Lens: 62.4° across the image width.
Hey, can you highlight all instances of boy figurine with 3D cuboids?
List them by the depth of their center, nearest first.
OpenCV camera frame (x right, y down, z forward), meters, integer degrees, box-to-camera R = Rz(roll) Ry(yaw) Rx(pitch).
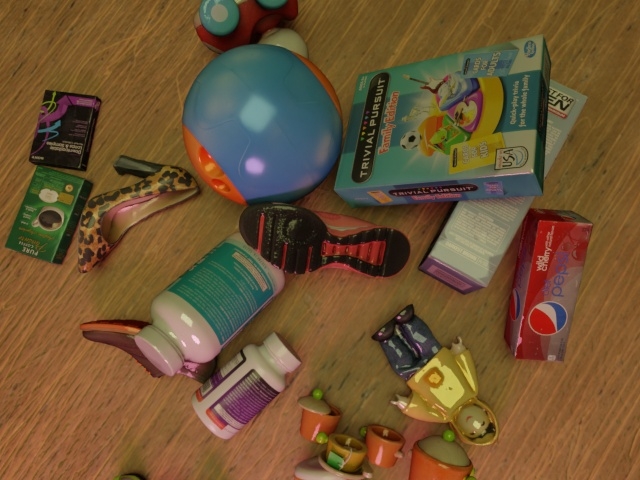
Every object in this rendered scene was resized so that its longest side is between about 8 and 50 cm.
[{"bbox_3d":[0.211,0.262,0.969,0.177,0.092,0.285,-35,78,-5],"label":"boy figurine"}]

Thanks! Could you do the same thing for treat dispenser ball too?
[{"bbox_3d":[-0.103,-0.202,0.956,0.288,0.288,0.288,0,81,3],"label":"treat dispenser ball"}]

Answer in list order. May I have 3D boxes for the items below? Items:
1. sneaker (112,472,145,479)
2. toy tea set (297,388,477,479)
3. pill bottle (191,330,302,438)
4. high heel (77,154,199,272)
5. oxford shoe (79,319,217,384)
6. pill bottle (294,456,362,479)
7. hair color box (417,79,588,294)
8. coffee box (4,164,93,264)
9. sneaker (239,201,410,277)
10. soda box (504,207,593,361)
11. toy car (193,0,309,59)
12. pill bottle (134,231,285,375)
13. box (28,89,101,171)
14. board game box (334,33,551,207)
[{"bbox_3d":[-0.356,0.543,0.949,0.084,0.097,0.234,-11,81,2],"label":"sneaker"},{"bbox_3d":[0.111,0.337,0.910,0.336,0.200,0.124,17,91,11],"label":"toy tea set"},{"bbox_3d":[-0.132,0.261,0.976,0.193,0.108,0.108,-42,81,-3],"label":"pill bottle"},{"bbox_3d":[-0.360,-0.041,1.040,0.186,0.093,0.261,15,73,11],"label":"high heel"},{"bbox_3d":[-0.330,0.210,1.004,0.271,0.097,0.098,11,88,5],"label":"oxford shoe"},{"bbox_3d":[0.017,0.502,0.923,0.121,0.121,0.216,-3,80,3],"label":"pill bottle"},{"bbox_3d":[0.322,-0.093,0.969,0.114,0.185,0.374,30,84,8],"label":"hair color box"},{"bbox_3d":[-0.554,-0.052,1.082,0.113,0.040,0.184,16,82,6],"label":"coffee box"},{"bbox_3d":[0.000,0.001,0.972,0.314,0.136,0.116,12,98,-16],"label":"sneaker"},{"bbox_3d":[0.396,0.079,0.937,0.092,0.083,0.263,4,108,4],"label":"soda box"},{"bbox_3d":[-0.113,-0.386,1.060,0.210,0.219,0.238,-28,109,-1],"label":"toy car"},{"bbox_3d":[-0.195,0.112,0.935,0.146,0.146,0.264,40,56,8],"label":"pill bottle"},{"bbox_3d":[-0.538,-0.232,1.115,0.116,0.029,0.162,7,83,4],"label":"box"},{"bbox_3d":[0.205,-0.193,0.908,0.336,0.079,0.253,-2,66,33],"label":"board game box"}]
